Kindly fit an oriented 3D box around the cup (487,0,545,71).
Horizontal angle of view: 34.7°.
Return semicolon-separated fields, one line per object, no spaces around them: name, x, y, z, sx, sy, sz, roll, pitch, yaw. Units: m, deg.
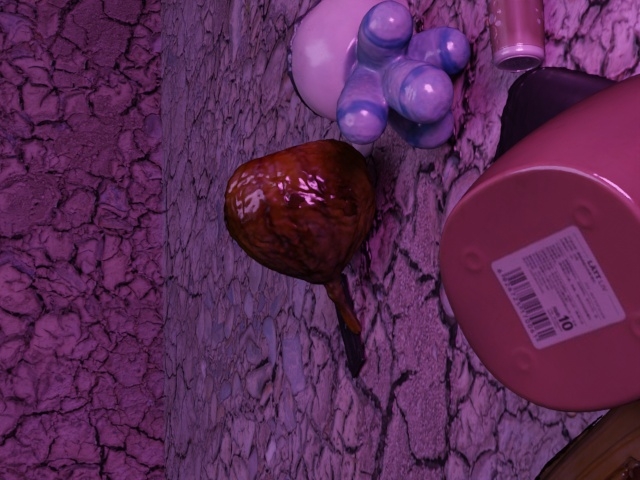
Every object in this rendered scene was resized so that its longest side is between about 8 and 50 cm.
cup;0.258;-0.279;1.385;0.102;0.074;0.099;149;123;-65

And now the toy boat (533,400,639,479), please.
toy boat;0.310;0.293;1.070;0.445;0.135;0.162;114;156;-51

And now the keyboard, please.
keyboard;0.052;0.158;1.925;0.061;0.013;0.204;115;151;-44

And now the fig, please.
fig;0.000;0.000;1.843;0.369;0.286;0.286;64;156;0

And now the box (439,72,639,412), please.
box;0.262;0.010;0.926;0.301;0.216;0.301;26;129;38

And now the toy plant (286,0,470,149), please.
toy plant;0.106;-0.260;1.598;0.332;0.247;0.247;-139;56;-60

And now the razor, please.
razor;0.308;-0.099;1.170;0.327;0.107;0.189;-148;63;-67

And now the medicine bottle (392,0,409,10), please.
medicine bottle;0.115;-0.398;1.817;0.089;0.057;0.057;145;126;-63
